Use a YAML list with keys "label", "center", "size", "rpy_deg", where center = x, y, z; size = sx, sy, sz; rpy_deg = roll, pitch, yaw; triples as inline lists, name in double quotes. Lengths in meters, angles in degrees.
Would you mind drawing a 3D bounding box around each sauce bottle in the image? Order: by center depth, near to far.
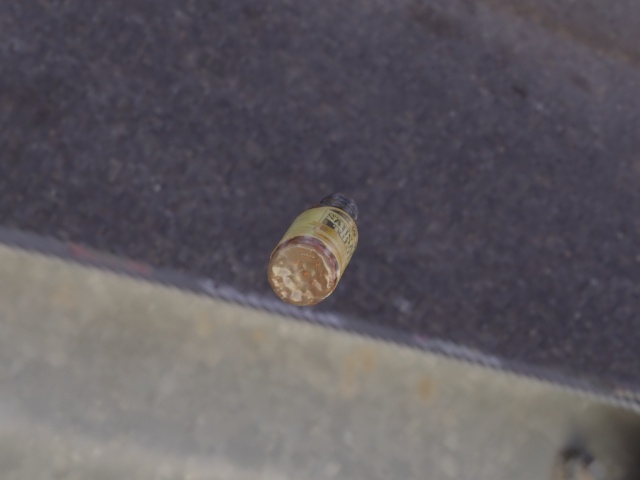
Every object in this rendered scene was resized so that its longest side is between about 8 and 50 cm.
- label: "sauce bottle"
  center: [0.000, 0.000, 0.980]
  size: [0.042, 0.042, 0.128]
  rpy_deg: [34, 22, -3]
